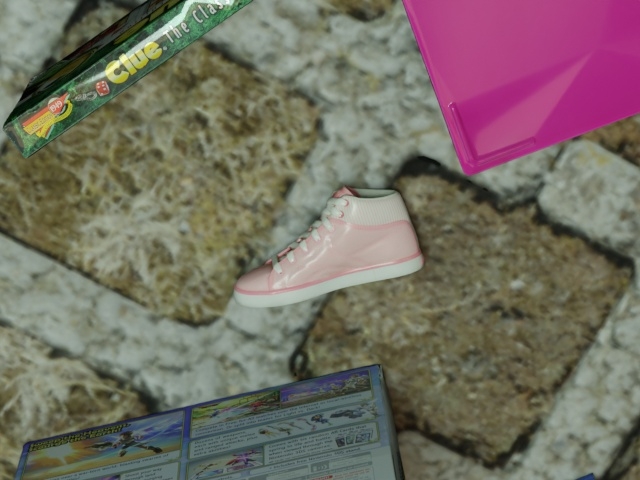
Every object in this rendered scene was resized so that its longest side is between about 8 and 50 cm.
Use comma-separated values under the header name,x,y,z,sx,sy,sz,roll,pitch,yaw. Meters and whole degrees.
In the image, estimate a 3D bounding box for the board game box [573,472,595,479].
name,x,y,z,sx,sy,sz,roll,pitch,yaw
board game box,0.175,0.228,1.390,0.090,0.020,0.090,-22,107,6

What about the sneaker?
name,x,y,z,sx,sy,sz,roll,pitch,yaw
sneaker,0.000,0.000,1.296,0.134,0.051,0.070,-14,106,-1

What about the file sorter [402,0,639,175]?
name,x,y,z,sx,sy,sz,roll,pitch,yaw
file sorter,0.126,-0.228,1.158,0.202,0.182,0.291,-20,108,3

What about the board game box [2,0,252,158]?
name,x,y,z,sx,sy,sz,roll,pitch,yaw
board game box,-0.084,-0.149,1.201,0.259,0.136,0.030,-34,107,8

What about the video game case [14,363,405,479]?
name,x,y,z,sx,sy,sz,roll,pitch,yaw
video game case,-0.076,0.181,1.249,0.269,0.244,0.061,-13,109,3
